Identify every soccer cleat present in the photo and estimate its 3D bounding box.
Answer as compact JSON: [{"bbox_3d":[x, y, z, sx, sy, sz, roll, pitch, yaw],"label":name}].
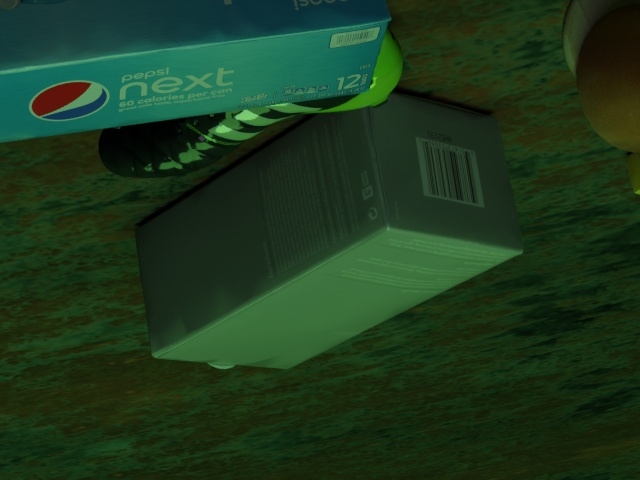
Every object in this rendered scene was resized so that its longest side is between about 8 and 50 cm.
[{"bbox_3d":[-0.043,-0.086,1.063,0.179,0.060,0.072,-19,150,4],"label":"soccer cleat"}]

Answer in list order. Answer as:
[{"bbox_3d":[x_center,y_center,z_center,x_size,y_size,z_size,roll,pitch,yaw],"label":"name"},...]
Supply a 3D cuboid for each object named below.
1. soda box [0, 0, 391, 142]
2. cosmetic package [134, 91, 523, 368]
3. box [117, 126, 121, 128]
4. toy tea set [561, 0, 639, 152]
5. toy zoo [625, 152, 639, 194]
[{"bbox_3d":[-0.081,-0.097,0.855,0.210,0.071,0.067,-8,157,-12],"label":"soda box"},{"bbox_3d":[0.000,0.000,1.243,0.127,0.107,0.238,9,155,-43],"label":"cosmetic package"},{"bbox_3d":[-0.115,-0.123,0.935,0.190,0.045,0.184,10,153,-44],"label":"box"},{"bbox_3d":[0.273,-0.098,1.030,0.336,0.200,0.124,15,176,-26],"label":"toy tea set"},{"bbox_3d":[0.343,-0.078,1.299,0.192,0.030,0.293,4,155,-34],"label":"toy zoo"}]
